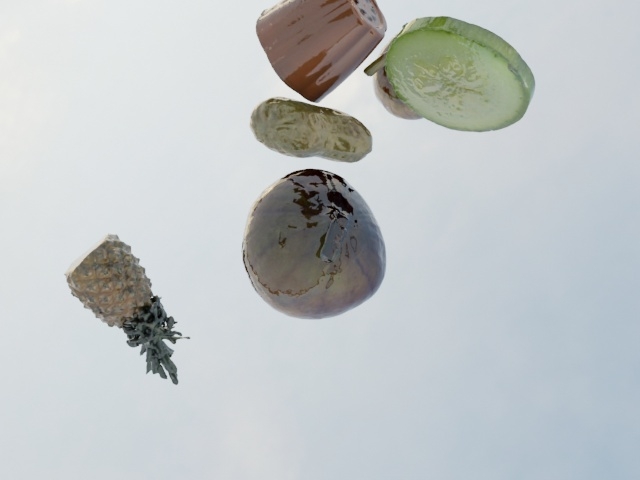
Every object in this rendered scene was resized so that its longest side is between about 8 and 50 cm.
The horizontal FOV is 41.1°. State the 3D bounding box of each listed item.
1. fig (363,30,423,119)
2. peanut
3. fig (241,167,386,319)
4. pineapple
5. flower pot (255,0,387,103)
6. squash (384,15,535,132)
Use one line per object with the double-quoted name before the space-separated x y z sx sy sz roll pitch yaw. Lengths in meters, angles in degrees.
"fig" 0.172 -0.323 1.580 0.175 0.207 0.175 -6 -109 18
"peanut" -0.014 -0.185 1.474 0.108 0.225 0.095 -107 -147 -49
"fig" -0.004 0.005 1.306 0.214 0.234 0.235 -61 -138 36
"pineapple" -0.387 0.154 1.801 0.169 0.340 0.169 -33 -164 11
"flower pot" 0.013 -0.359 1.470 0.173 0.190 0.191 -28 -126 27
"squash" 0.196 -0.233 1.221 0.219 0.219 0.041 12 -115 36
